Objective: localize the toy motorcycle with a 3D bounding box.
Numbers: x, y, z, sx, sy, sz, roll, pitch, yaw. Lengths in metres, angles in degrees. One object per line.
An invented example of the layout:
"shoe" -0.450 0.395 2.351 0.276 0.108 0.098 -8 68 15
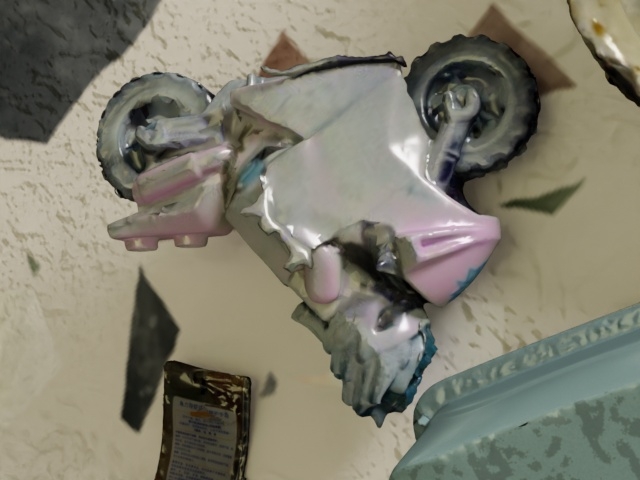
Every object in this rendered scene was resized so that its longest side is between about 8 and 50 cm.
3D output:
"toy motorcycle" -0.002 0.000 0.847 0.239 0.108 0.204 -7 84 29

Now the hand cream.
"hand cream" -0.079 0.154 0.927 0.062 0.039 0.163 10 86 31

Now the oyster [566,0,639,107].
"oyster" 0.199 -0.157 0.728 0.166 0.094 0.294 7 107 33

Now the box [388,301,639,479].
"box" 0.150 0.120 0.742 0.227 0.130 0.162 -24 91 27
